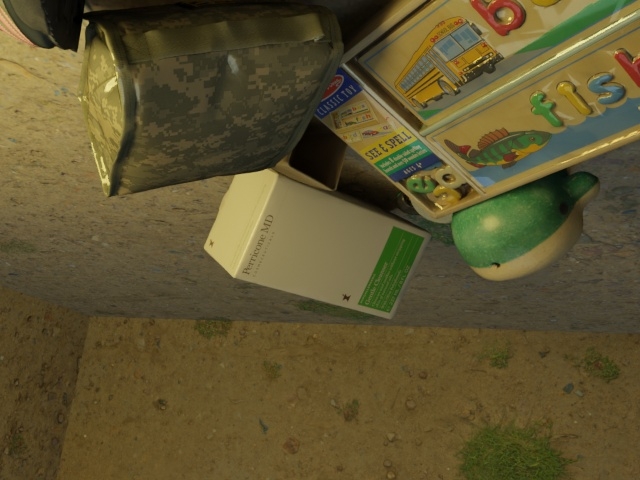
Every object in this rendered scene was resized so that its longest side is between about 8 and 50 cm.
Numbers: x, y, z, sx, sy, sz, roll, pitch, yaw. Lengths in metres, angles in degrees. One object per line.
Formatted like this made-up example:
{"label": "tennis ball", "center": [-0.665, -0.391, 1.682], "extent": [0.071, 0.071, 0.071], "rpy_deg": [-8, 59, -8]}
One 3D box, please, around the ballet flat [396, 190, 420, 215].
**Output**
{"label": "ballet flat", "center": [0.238, -0.073, 1.140], "extent": [0.203, 0.074, 0.074], "rpy_deg": [4, 162, 11]}

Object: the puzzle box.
{"label": "puzzle box", "center": [0.188, -0.175, 0.684], "extent": [0.272, 0.052, 0.409], "rpy_deg": [38, 145, -21]}

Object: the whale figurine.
{"label": "whale figurine", "center": [0.289, -0.069, 0.907], "extent": [0.141, 0.272, 0.216], "rpy_deg": [47, 146, -15]}

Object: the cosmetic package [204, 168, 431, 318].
{"label": "cosmetic package", "center": [0.000, 0.000, 1.166], "extent": [0.366, 0.196, 0.155], "rpy_deg": [17, -169, -35]}

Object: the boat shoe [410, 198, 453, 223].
{"label": "boat shoe", "center": [0.161, -0.146, 0.894], "extent": [0.109, 0.094, 0.302], "rpy_deg": [15, 151, 23]}

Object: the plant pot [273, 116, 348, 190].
{"label": "plant pot", "center": [-0.032, -0.143, 0.957], "extent": [0.096, 0.109, 0.109], "rpy_deg": [5, 166, 43]}

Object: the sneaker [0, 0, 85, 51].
{"label": "sneaker", "center": [-0.291, -0.237, 0.579], "extent": [0.131, 0.112, 0.319], "rpy_deg": [9, -176, -19]}

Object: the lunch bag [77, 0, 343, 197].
{"label": "lunch bag", "center": [-0.132, -0.173, 0.699], "extent": [0.236, 0.168, 0.287], "rpy_deg": [-14, 173, -26]}
